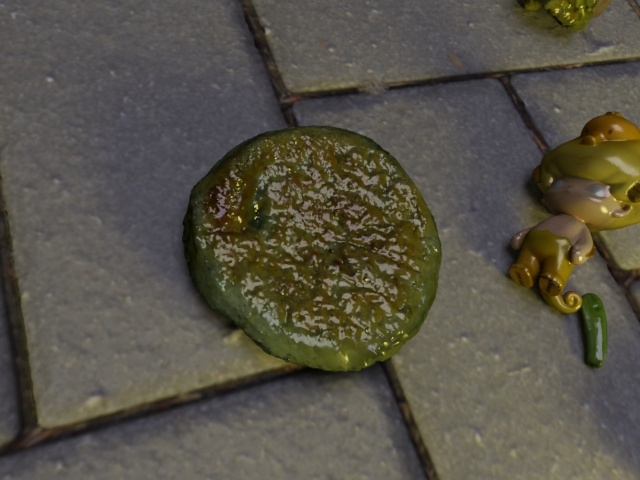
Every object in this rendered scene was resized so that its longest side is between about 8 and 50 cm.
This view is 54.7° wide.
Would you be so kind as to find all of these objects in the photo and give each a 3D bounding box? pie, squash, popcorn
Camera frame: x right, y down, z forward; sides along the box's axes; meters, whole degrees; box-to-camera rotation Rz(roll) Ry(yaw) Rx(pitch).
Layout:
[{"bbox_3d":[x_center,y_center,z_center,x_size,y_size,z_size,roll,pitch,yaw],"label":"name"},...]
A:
[{"bbox_3d":[0.000,0.000,0.640,0.276,0.078,0.277,6,65,-14],"label":"pie"},{"bbox_3d":[0.307,0.100,0.692,0.027,0.027,0.089,10,61,-10],"label":"squash"},{"bbox_3d":[0.373,-0.388,0.925,0.145,0.126,0.126,-2,40,-33],"label":"popcorn"}]

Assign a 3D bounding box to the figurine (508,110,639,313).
[{"bbox_3d":[0.309,-0.041,0.723,0.156,0.131,0.246,22,66,46],"label":"figurine"}]
